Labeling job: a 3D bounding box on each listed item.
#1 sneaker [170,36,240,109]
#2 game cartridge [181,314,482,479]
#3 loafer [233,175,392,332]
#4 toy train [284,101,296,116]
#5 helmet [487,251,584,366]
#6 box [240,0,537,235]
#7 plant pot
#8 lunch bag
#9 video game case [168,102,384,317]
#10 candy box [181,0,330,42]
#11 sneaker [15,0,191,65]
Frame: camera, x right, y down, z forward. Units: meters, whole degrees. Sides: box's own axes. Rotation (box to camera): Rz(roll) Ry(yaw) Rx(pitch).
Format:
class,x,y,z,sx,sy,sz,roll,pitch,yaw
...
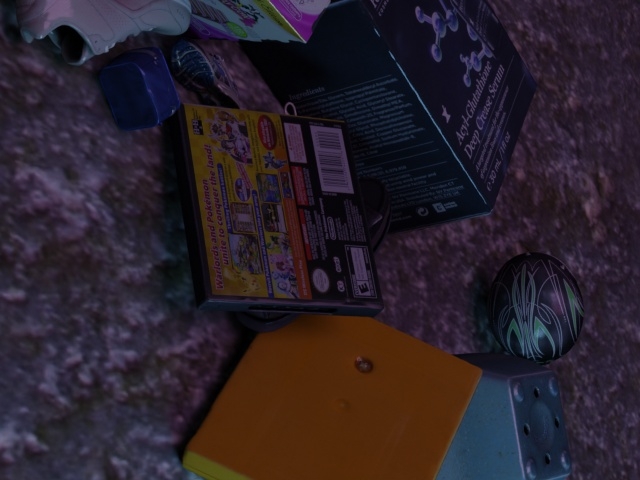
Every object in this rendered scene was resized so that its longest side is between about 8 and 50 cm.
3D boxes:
class,x,y,z,sx,sy,sz,roll,pitch,yaw
sneaker,-0.149,-0.218,2.006,0.135,0.052,0.058,53,30,-42
game cartridge,0.021,0.220,1.937,0.052,0.285,0.323,107,11,-45
loafer,0.000,0.000,2.028,0.302,0.109,0.095,-44,152,-36
toy train,-0.036,-0.100,2.128,0.166,0.046,0.125,59,36,-29
helmet,0.344,0.110,2.503,0.161,0.169,0.169,49,40,-59
box,0.108,-0.255,2.237,0.395,0.212,0.293,53,41,-30
plant pot,0.201,0.273,2.160,0.247,0.252,0.247,0,80,-56
lunch bag,-0.212,-0.180,1.872,0.065,0.067,0.098,-48,127,-51
video game case,-0.056,-0.038,1.952,0.248,0.035,0.274,4,62,-30
candy box,-0.124,-0.316,1.896,0.159,0.233,0.071,44,65,-38
sneaker,-0.259,-0.257,1.827,0.262,0.099,0.121,9,81,-47
